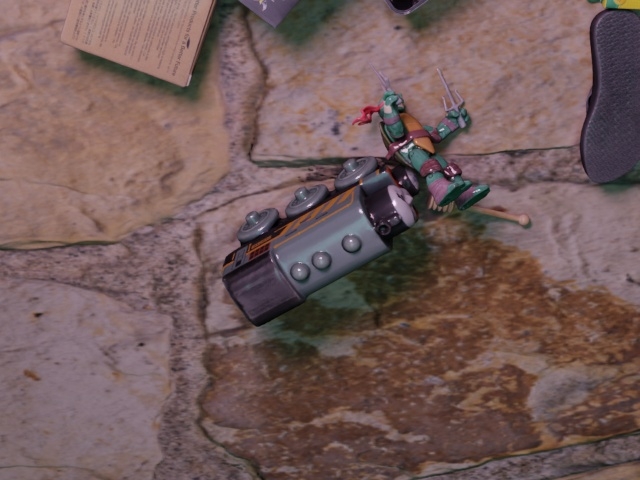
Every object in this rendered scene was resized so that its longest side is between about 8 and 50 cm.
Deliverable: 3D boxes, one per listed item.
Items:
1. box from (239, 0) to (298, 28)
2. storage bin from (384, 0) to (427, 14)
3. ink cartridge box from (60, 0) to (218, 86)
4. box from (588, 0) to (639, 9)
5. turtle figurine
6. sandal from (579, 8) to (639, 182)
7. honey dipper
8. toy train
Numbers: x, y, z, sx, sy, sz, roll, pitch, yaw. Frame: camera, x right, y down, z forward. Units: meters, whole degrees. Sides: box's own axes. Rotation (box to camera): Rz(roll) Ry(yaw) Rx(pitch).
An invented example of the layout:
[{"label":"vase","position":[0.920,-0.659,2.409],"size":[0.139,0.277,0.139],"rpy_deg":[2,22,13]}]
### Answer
[{"label":"box","position":[-0.092,-0.414,1.453],"size":[0.233,0.059,0.183],"rpy_deg":[35,122,-16]},{"label":"storage bin","position":[0.145,-0.410,1.540],"size":[0.180,0.084,0.122],"rpy_deg":[-34,109,16]},{"label":"ink cartridge box","position":[-0.238,-0.361,1.581],"size":[0.193,0.088,0.234],"rpy_deg":[20,114,-8]},{"label":"box","position":[0.462,-0.374,1.562],"size":[0.179,0.043,0.105],"rpy_deg":[3,115,4]},{"label":"turtle figurine","position":[0.147,-0.153,1.634],"size":[0.118,0.175,0.234],"rpy_deg":[-48,65,40]},{"label":"sandal","position":[0.429,-0.210,1.642],"size":[0.097,0.054,0.254],"rpy_deg":[0,106,-5]},{"label":"honey dipper","position":[0.245,-0.046,1.737],"size":[0.161,0.030,0.030],"rpy_deg":[12,115,-7]},{"label":"toy train","position":[0.000,0.000,1.680],"size":[0.334,0.190,0.142],"rpy_deg":[-28,111,15]}]
